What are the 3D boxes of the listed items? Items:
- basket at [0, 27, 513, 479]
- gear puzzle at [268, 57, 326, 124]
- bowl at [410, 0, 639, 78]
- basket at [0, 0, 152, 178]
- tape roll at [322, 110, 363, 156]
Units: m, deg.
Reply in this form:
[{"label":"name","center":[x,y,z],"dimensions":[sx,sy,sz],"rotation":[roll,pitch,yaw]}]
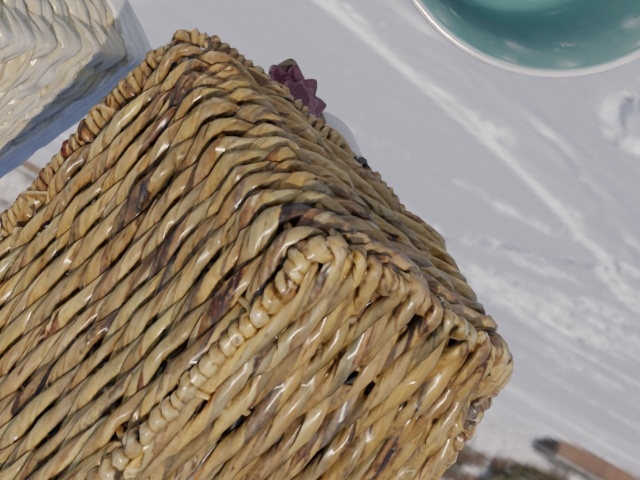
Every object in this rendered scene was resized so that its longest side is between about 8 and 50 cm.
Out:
[{"label":"basket","center":[-0.068,0.073,0.676],"dimensions":[0.213,0.299,0.223],"rotation":[31,-163,-42]},{"label":"gear puzzle","center":[0.000,0.000,1.153],"dimensions":[0.044,0.175,0.339],"rotation":[-10,111,53]},{"label":"bowl","center":[0.192,-0.302,1.037],"dimensions":[0.311,0.311,0.163],"rotation":[31,-173,-10]},{"label":"basket","center":[-0.368,-0.183,0.849],"dimensions":[0.328,0.331,0.266],"rotation":[61,-158,6]},{"label":"tape roll","center":[-0.042,-0.026,1.506],"dimensions":[0.246,0.246,0.169],"rotation":[34,-152,-52]}]
